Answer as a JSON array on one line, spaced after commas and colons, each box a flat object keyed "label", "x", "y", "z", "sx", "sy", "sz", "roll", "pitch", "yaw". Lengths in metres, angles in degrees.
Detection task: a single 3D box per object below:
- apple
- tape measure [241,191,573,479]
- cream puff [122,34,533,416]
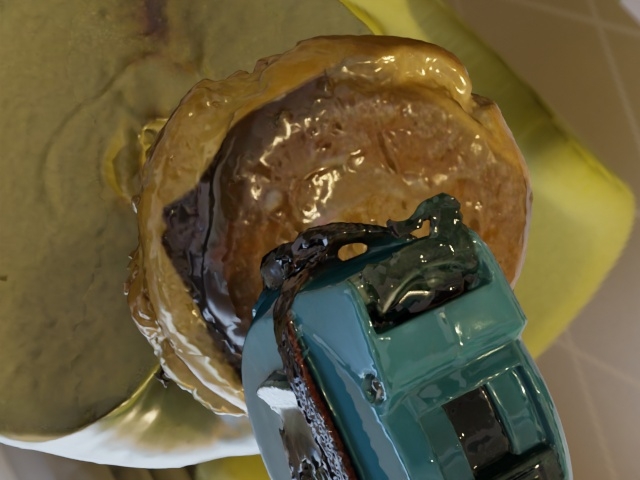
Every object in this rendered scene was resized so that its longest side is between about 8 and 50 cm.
[{"label": "apple", "x": -0.100, "y": -0.031, "z": 0.888, "sx": 0.312, "sy": 0.360, "sz": 0.320, "roll": -28, "pitch": 146, "yaw": 33}, {"label": "tape measure", "x": 0.026, "y": 0.062, "z": 0.434, "sx": 0.081, "sy": 0.146, "sz": 0.125, "roll": -23, "pitch": -179, "yaw": -26}, {"label": "cream puff", "x": 0.000, "y": 0.000, "z": 0.570, "sx": 0.189, "sy": 0.189, "sz": 0.129, "roll": -26, "pitch": -167, "yaw": -16}]
